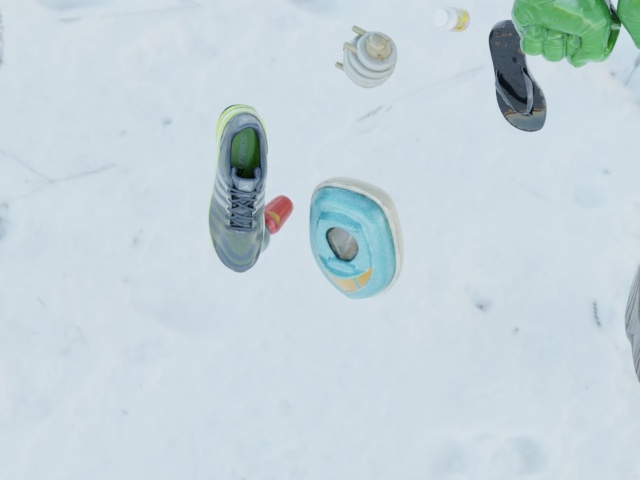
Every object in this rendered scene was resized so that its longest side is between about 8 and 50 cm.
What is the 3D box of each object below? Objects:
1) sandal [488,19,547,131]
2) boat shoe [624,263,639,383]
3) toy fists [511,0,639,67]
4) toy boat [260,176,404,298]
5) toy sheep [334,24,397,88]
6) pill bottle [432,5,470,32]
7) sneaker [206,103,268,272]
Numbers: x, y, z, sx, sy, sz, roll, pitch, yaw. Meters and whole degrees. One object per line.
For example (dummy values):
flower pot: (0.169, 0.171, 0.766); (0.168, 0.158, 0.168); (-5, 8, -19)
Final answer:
sandal: (0.398, -0.327, 1.688); (0.097, 0.254, 0.054); (-10, 34, 27)
boat shoe: (0.702, 0.173, 1.666); (0.123, 0.123, 0.342); (9, 32, 8)
toy fists: (0.376, -0.293, 1.030); (0.279, 0.142, 0.096); (-3, 50, 35)
toy boat: (0.000, 0.000, 1.518); (0.318, 0.267, 0.148); (14, 44, 29)
toy sheep: (0.073, -0.276, 1.252); (0.091, 0.132, 0.091); (2, 76, -9)
pill bottle: (0.233, -0.397, 1.469); (0.043, 0.043, 0.083); (50, 33, 17)
sneaker: (-0.144, -0.086, 1.439); (0.111, 0.121, 0.299); (-2, 102, -10)
